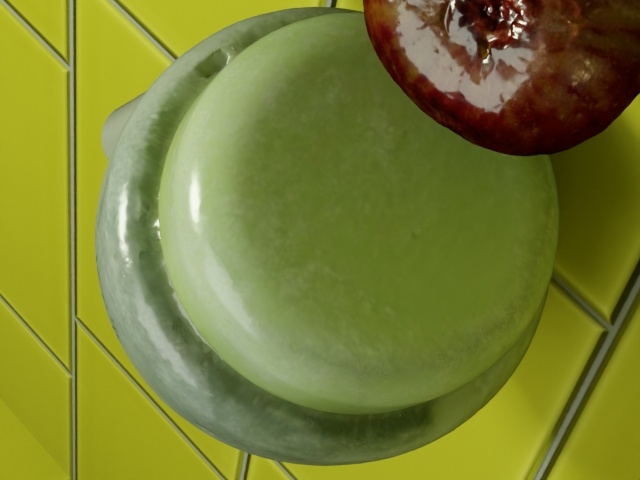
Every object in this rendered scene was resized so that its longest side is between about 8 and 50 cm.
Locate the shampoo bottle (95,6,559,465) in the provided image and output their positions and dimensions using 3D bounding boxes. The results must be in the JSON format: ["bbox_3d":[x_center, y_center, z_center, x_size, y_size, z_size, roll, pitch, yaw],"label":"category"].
[{"bbox_3d":[0.000,0.000,1.170,0.322,0.322,0.317,55,162,0],"label":"shampoo bottle"}]

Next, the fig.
[{"bbox_3d":[0.128,-0.137,0.990,0.175,0.207,0.175,1,94,22],"label":"fig"}]

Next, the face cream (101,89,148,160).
[{"bbox_3d":[-0.126,-0.114,1.510,0.077,0.077,0.250,59,154,-7],"label":"face cream"}]
